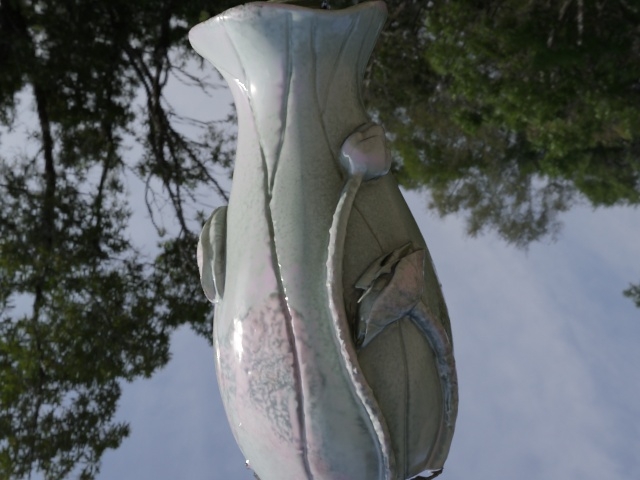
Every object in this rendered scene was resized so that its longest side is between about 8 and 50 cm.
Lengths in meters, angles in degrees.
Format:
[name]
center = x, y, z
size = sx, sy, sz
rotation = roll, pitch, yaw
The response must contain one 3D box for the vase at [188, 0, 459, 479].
[vase]
center = 0.000, 0.000, 0.640
size = 0.249, 0.446, 0.250
rotation = -8, -176, 1
